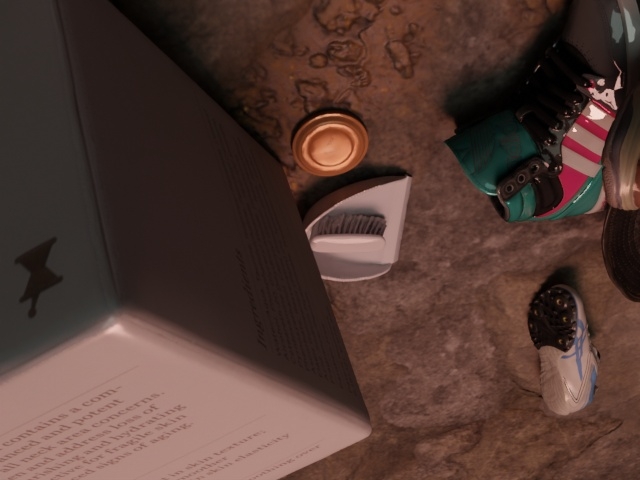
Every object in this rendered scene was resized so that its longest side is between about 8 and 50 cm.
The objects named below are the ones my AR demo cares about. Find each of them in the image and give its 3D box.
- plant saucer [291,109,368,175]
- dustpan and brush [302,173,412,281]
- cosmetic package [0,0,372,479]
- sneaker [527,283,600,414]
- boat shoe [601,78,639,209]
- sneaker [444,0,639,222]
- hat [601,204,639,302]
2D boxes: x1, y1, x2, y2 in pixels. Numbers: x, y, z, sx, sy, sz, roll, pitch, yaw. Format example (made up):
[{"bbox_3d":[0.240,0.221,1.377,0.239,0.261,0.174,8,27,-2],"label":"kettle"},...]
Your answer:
[{"bbox_3d":[0.011,-0.102,0.906,0.083,0.013,0.084,-6,132,-6],"label":"plant saucer"},{"bbox_3d":[0.000,0.000,0.964,0.211,0.060,0.147,-3,133,-8],"label":"dustpan and brush"},{"bbox_3d":[-0.210,0.050,0.724,0.329,0.327,0.393,-27,150,14],"label":"cosmetic package"},{"bbox_3d":[0.341,0.143,1.157,0.086,0.085,0.237,-31,132,-18],"label":"sneaker"},{"bbox_3d":[0.369,-0.154,0.757,0.324,0.116,0.123,-61,144,-11],"label":"boat shoe"},{"bbox_3d":[0.217,-0.126,0.855,0.178,0.124,0.296,-16,135,-8],"label":"sneaker"},{"bbox_3d":[0.479,-0.033,0.922,0.331,0.134,0.331,-15,128,-21],"label":"hat"}]
